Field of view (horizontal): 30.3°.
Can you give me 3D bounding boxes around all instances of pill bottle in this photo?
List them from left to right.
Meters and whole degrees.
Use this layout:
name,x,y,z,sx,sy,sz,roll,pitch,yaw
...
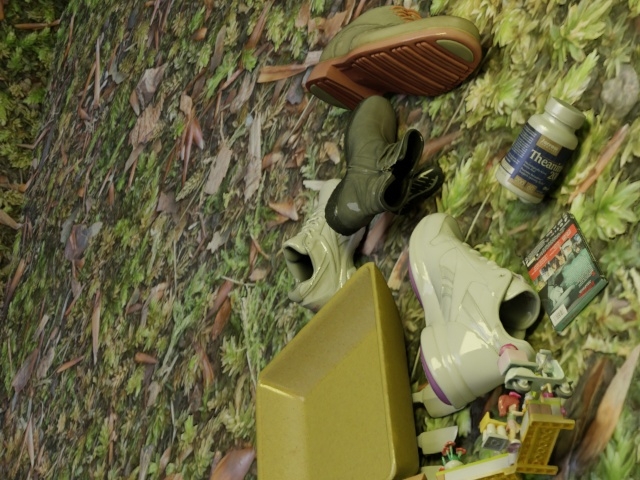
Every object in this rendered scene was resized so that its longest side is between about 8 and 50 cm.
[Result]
name,x,y,z,sx,sy,sz,roll,pitch,yaw
pill bottle,0.270,-0.111,1.436,0.120,0.067,0.067,-60,30,18

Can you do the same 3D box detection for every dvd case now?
name,x,y,z,sx,sy,sz,roll,pitch,yaw
dvd case,0.283,0.035,1.375,0.087,0.013,0.119,-53,31,29

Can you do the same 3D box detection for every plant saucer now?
name,x,y,z,sx,sy,sz,roll,pitch,yaw
plant saucer,0.026,0.251,1.594,0.333,0.081,0.333,-49,33,41

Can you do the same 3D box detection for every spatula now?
name,x,y,z,sx,sy,sz,roll,pitch,yaw
spatula,0.110,0.262,1.532,0.242,0.019,0.168,-26,51,57

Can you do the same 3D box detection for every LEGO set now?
name,x,y,z,sx,sy,sz,roll,pitch,yaw
LEGO set,0.189,0.211,1.322,0.287,0.132,0.107,-54,23,39

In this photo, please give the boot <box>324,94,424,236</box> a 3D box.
name,x,y,z,sx,sy,sz,roll,pitch,yaw
boot,0.099,-0.125,1.707,0.161,0.083,0.247,-28,39,52

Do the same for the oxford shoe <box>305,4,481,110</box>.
name,x,y,z,sx,sy,sz,roll,pitch,yaw
oxford shoe,0.110,-0.300,1.774,0.397,0.140,0.147,-1,64,58

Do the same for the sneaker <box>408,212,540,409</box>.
name,x,y,z,sx,sy,sz,roll,pitch,yaw
sneaker,0.193,0.069,1.446,0.152,0.114,0.305,-25,39,17

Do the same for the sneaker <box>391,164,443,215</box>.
name,x,y,z,sx,sy,sz,roll,pitch,yaw
sneaker,0.134,-0.081,1.685,0.109,0.040,0.044,-39,38,43

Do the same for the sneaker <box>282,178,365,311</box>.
name,x,y,z,sx,sy,sz,roll,pitch,yaw
sneaker,0.000,0.000,1.786,0.090,0.115,0.232,-33,45,48
